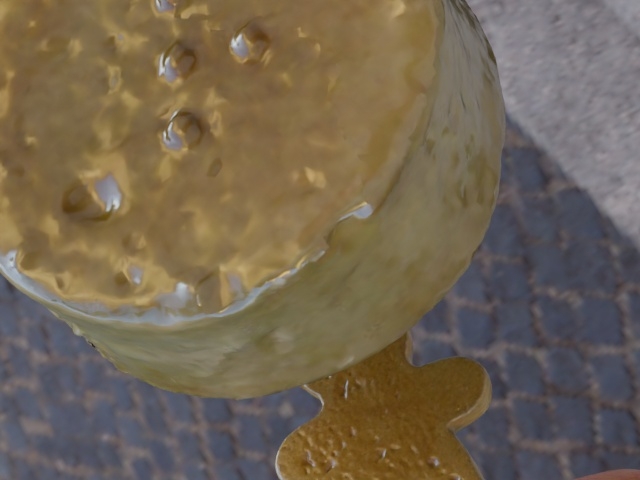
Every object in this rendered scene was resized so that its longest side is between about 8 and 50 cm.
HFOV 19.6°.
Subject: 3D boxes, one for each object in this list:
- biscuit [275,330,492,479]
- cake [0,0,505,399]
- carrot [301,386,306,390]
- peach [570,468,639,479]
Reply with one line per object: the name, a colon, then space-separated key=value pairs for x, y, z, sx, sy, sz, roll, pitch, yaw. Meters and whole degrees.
biscuit: x=0.048 y=0.140 z=1.243 sx=0.158 sy=0.035 sz=0.240 roll=-24 pitch=62 yaw=7
cake: x=-0.029 y=-0.047 z=1.162 sx=0.332 sy=0.321 sz=0.332 roll=-8 pitch=68 yaw=19
carrot: x=0.020 y=0.155 z=2.083 sx=0.205 sy=0.072 sz=0.072 roll=27 pitch=137 yaw=-19
peach: x=0.292 y=0.360 z=1.859 sx=0.308 sy=0.289 sz=0.289 roll=32 pitch=136 yaw=-15
